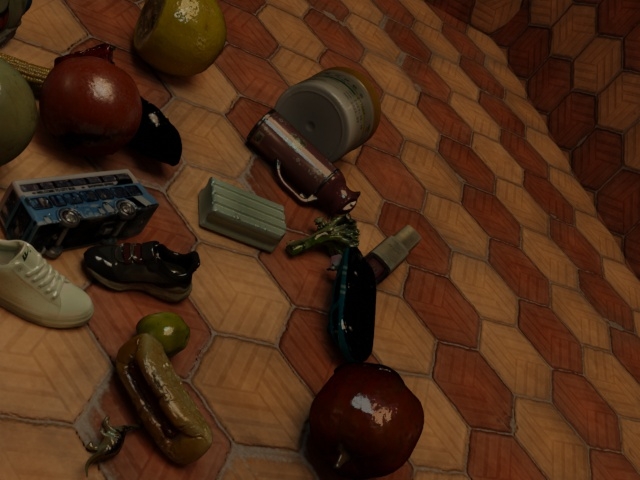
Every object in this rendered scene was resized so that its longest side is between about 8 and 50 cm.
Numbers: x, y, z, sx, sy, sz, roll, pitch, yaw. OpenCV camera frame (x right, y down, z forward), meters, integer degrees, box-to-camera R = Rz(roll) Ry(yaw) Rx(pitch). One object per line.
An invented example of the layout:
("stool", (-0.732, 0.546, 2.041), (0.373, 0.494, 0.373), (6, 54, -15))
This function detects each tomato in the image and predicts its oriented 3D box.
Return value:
("tomato", (-0.478, -0.272, 1.748), (0.208, 0.208, 0.185), (8, 61, -40))

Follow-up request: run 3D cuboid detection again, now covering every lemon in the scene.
("lemon", (-0.347, -0.537, 2.162), (0.219, 0.240, 0.241), (21, 38, -33))

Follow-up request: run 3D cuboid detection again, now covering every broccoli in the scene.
("broccoli", (0.001, 0.000, 2.038), (0.204, 0.118, 0.123), (-14, 87, -34))

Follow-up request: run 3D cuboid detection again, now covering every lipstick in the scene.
("lipstick", (0.187, 0.030, 2.197), (0.079, 0.077, 0.253), (45, 33, 5))

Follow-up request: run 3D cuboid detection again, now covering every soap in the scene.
("soap", (-0.178, -0.057, 1.931), (0.198, 0.066, 0.119), (22, 39, -28))

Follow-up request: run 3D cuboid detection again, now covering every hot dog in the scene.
("hot dog", (-0.275, 0.268, 1.425), (0.243, 0.084, 0.073), (56, 15, 19))

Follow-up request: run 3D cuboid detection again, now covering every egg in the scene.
("egg", (-0.663, -0.248, 1.520), (0.295, 0.218, 0.218), (19, 36, -5))

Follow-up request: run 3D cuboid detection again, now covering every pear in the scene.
("pear", (-0.290, 0.173, 1.534), (0.096, 0.092, 0.092), (20, 30, 13))

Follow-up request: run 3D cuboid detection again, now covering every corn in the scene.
("corn", (-0.631, -0.351, 1.807), (0.207, 0.068, 0.068), (13, 42, -40))

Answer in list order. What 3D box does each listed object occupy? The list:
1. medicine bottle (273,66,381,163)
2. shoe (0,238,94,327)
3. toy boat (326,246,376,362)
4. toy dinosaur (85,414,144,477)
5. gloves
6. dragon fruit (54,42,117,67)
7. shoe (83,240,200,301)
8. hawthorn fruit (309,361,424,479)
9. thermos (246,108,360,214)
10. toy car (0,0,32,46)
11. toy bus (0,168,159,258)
("medicine bottle", (0.020, -0.342, 2.312), (0.238, 0.238, 0.232), (44, 33, 4))
("shoe", (-0.499, 0.062, 1.423), (0.264, 0.110, 0.095), (22, 36, -23))
("toy boat", (0.057, 0.156, 1.917), (0.134, 0.092, 0.299), (57, 28, -36))
("toy dinosaur", (-0.343, 0.319, 1.347), (0.058, 0.037, 0.180), (39, 32, 4))
("gloves", (-0.400, -0.263, 1.908), (0.203, 0.124, 0.164), (27, -26, 44))
("dragon fruit", (-0.527, -0.379, 1.925), (0.147, 0.096, 0.102), (-12, 42, 0))
("shoe", (-0.334, 0.041, 1.613), (0.227, 0.112, 0.099), (20, 39, -32))
("hawthorn fruit", (0.083, 0.354, 1.601), (0.215, 0.215, 0.249), (44, 31, 3))
("thermos", (-0.042, -0.187, 2.186), (0.330, 0.109, 0.136), (43, 32, 2))
("toy car", (-0.787, -0.564, 1.746), (0.336, 0.226, 0.242), (34, 33, -9))
("toy bus", (-0.459, -0.056, 1.608), (0.131, 0.106, 0.297), (51, 32, 18))
